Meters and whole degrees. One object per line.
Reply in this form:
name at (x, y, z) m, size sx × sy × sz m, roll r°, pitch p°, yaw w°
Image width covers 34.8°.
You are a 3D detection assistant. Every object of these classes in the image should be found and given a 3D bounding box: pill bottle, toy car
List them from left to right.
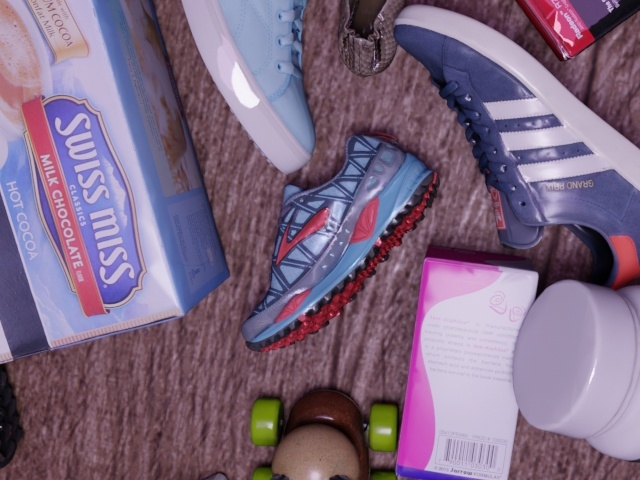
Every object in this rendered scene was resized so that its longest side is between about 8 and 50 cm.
toy car at (-0.004, 0.241, 1.023) m, size 0.155 × 0.188 × 0.149 m, roll 1°, pitch 97°, yaw 7°
pill bottle at (0.332, 0.131, 0.939) m, size 0.283 × 0.161 × 0.161 m, roll 14°, pitch 99°, yaw -17°

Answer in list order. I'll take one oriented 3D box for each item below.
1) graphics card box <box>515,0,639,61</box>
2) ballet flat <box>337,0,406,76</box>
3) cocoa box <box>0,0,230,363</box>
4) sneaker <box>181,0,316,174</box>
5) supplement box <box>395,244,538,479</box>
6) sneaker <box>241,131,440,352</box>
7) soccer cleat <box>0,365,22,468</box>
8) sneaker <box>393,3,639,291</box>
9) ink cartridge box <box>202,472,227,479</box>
graphics card box at (0.316, -0.369, 0.961) m, size 0.371 × 0.094 × 0.233 m, roll -36°, pitch 91°, yaw 11°
ballet flat at (0.055, -0.288, 1.016) m, size 0.084 × 0.058 × 0.250 m, roll 11°, pitch 99°, yaw 18°
cocoa box at (-0.255, -0.081, 0.993) m, size 0.228 × 0.231 × 0.347 m, roll -15°, pitch 95°, yaw 7°
sneaker at (-0.054, -0.252, 0.999) m, size 0.150 × 0.135 × 0.366 m, roll -20°, pitch 95°, yaw 12°
supplement box at (0.146, 0.123, 1.030) m, size 0.111 × 0.114 × 0.220 m, roll 8°, pitch 99°, yaw 7°
sneaker at (0.000, 0.000, 1.055) m, size 0.125 × 0.104 × 0.262 m, roll 44°, pitch 96°, yaw 18°
soccer cleat at (-0.415, 0.099, 1.101) m, size 0.116 × 0.108 × 0.318 m, roll -8°, pitch 98°, yaw 12°
sneaker at (0.189, -0.080, 0.988) m, size 0.350 × 0.131 × 0.148 m, roll 39°, pitch 93°, yaw 1°
ink cartridge box at (-0.131, 0.382, 1.015) m, size 0.114 × 0.273 × 0.197 m, roll -26°, pitch 93°, yaw 13°
